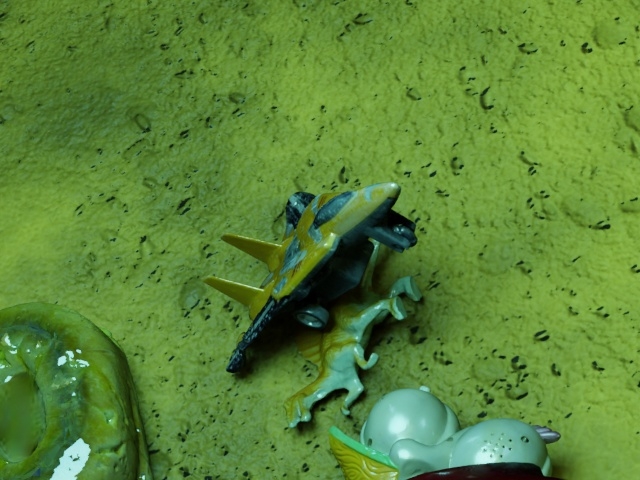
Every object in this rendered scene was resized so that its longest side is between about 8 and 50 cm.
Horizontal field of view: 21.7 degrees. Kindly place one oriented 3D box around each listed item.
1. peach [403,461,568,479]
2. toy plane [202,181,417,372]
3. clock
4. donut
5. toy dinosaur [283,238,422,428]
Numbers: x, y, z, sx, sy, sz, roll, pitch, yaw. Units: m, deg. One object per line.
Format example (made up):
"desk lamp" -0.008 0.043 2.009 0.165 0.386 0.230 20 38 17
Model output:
"peach" 0.130 0.322 1.231 0.405 0.335 0.310 -7 66 15
"toy plane" 0.010 0.006 1.527 0.316 0.103 0.204 -24 39 56
"clock" 0.110 0.204 1.458 0.231 0.103 0.144 17 63 22
"donut" -0.271 0.185 1.564 0.208 0.128 0.261 -23 53 2
"toy dinosaur" 0.025 0.077 1.605 0.142 0.057 0.212 -26 41 22
